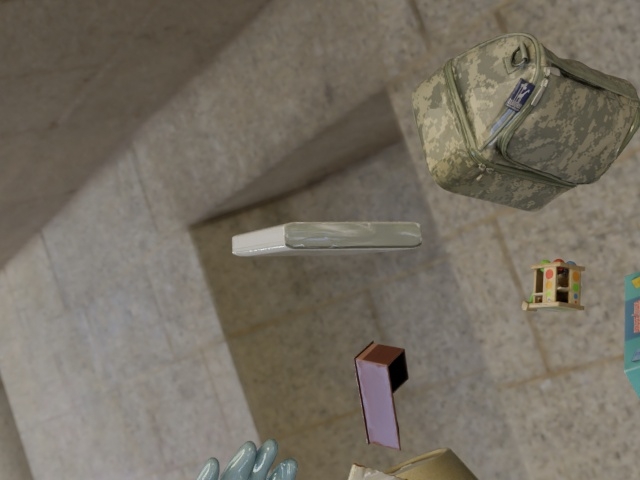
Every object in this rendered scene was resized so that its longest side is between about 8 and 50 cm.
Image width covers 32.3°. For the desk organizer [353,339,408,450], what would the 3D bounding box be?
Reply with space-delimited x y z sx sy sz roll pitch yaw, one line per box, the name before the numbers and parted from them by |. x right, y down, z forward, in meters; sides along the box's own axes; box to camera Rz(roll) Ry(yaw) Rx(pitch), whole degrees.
desk organizer | 0.083 0.198 1.401 0.050 0.130 0.047 8 -151 35

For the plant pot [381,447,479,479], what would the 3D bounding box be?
plant pot | 0.175 0.435 1.517 0.256 0.274 0.256 -22 174 -2

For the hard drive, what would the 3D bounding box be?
hard drive | 0.000 0.000 1.668 0.203 0.040 0.307 -1 178 -18

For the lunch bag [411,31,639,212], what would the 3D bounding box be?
lunch bag | 0.330 -0.197 1.747 0.305 0.213 0.256 12 145 -40

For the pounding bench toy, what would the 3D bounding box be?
pounding bench toy | 0.303 0.060 1.471 0.052 0.065 0.083 11 168 -36

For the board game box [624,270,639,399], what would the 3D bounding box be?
board game box | 0.565 0.239 1.678 0.079 0.336 0.254 -22 -158 26

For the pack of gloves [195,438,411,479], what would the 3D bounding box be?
pack of gloves | -0.037 0.266 0.826 0.195 0.232 0.046 23 175 -24
